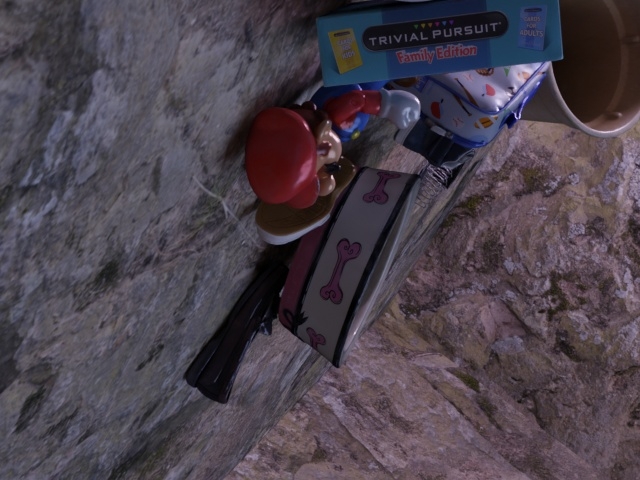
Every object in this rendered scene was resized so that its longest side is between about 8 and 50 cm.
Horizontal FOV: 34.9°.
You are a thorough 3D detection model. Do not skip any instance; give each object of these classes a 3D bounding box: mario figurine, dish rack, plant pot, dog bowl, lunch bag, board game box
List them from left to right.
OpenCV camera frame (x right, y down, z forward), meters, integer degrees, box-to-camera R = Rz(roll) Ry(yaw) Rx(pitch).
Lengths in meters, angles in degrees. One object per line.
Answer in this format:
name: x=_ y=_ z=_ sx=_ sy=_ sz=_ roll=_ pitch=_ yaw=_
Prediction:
mario figurine: x=0.019 y=-0.145 z=1.424 sx=0.320 sy=0.170 sz=0.198 roll=-48 pitch=170 yaw=-35
dog bowl: x=0.051 y=0.034 z=1.989 sx=0.408 sy=0.150 sz=0.407 roll=23 pitch=90 yaw=-83
dish rack: x=0.328 y=-0.186 z=2.882 sx=0.271 sy=0.074 sz=0.208 roll=-43 pitch=165 yaw=-42
board game box: x=0.146 y=-0.256 z=1.220 sx=0.336 sy=0.254 sz=0.079 roll=-63 pitch=146 yaw=-73
lunch bag: x=0.264 y=-0.294 z=1.783 sx=0.303 sy=0.243 sz=0.115 roll=-46 pitch=167 yaw=-39
plant pot: x=0.456 y=-0.368 z=2.065 sx=0.334 sy=0.333 sz=0.306 roll=-49 pitch=-153 yaw=-24

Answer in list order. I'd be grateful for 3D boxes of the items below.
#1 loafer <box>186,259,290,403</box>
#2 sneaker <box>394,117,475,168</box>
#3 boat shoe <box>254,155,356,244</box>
loafer: x=-0.138 y=0.181 z=1.984 sx=0.302 sy=0.095 sz=0.109 roll=-53 pitch=169 yaw=0
sneaker: x=0.293 y=-0.262 z=2.242 sx=0.226 sy=0.163 sz=0.086 roll=-53 pitch=168 yaw=-10
boat shoe: x=-0.028 y=-0.052 z=1.699 sx=0.277 sy=0.098 sz=0.096 roll=-42 pitch=164 yaw=-51
